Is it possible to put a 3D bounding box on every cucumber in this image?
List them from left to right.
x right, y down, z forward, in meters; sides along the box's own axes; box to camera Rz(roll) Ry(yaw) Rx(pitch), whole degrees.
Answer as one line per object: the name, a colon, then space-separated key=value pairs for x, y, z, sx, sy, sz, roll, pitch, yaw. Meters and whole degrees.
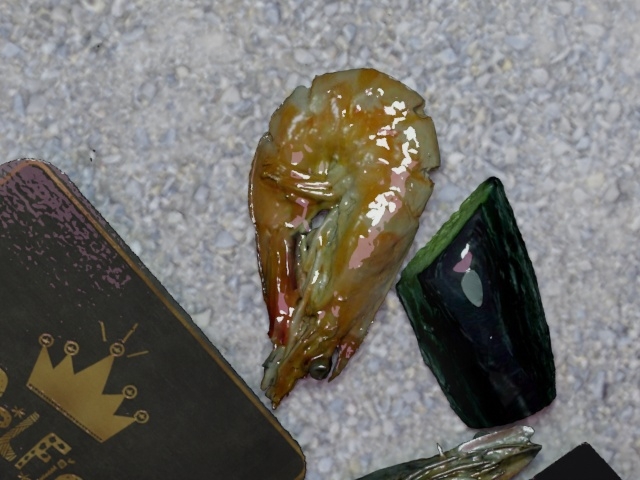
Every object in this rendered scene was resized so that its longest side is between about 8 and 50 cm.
cucumber: x=0.129 y=0.058 z=1.187 sx=0.115 sy=0.086 sz=0.193 roll=-20 pitch=100 yaw=1

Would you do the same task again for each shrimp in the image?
shrimp: x=0.000 y=0.000 z=1.194 sx=0.154 sy=0.062 sz=0.294 roll=18 pitch=92 yaw=12
shrimp: x=0.047 y=0.233 z=1.153 sx=0.296 sy=0.169 sz=0.058 roll=-25 pitch=107 yaw=3

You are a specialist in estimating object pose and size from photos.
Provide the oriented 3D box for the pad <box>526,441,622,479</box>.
pad: x=0.170 y=0.285 z=1.196 sx=0.243 sy=0.004 sz=0.164 roll=-37 pitch=107 yaw=15

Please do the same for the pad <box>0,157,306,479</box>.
pad: x=-0.227 y=0.161 z=1.158 sx=0.315 sy=0.063 sz=0.375 roll=-39 pitch=104 yaw=5
